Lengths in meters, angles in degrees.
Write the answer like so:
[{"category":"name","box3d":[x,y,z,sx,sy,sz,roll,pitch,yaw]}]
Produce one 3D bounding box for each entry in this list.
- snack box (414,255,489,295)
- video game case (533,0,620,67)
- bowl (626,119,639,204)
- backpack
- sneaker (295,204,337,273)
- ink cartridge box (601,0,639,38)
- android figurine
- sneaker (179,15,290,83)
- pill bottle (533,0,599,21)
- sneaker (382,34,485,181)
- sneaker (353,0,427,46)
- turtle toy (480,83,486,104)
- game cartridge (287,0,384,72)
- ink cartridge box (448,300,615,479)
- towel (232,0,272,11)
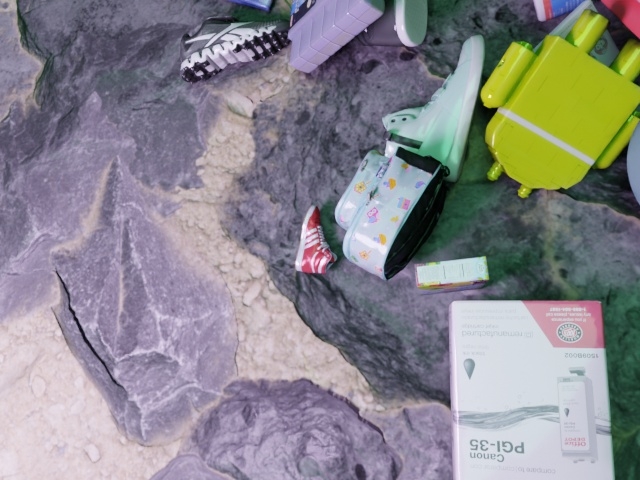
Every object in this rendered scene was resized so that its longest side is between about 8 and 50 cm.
[{"category":"snack box","box3d":[0.198,0.057,0.796,0.100,0.141,0.037,-6,78,11]},{"category":"video game case","box3d":[0.403,-0.271,0.828,0.157,0.019,0.143,-44,109,-5]},{"category":"bowl","box3d":[0.563,-0.116,0.716,0.312,0.163,0.311,0,90,-2]},{"category":"backpack","box3d":[0.105,-0.038,0.820,0.145,0.166,0.188,22,82,16]},{"category":"sneaker","box3d":[0.000,0.000,0.900,0.067,0.042,0.118,11,90,18]},{"category":"ink cartridge box","box3d":[0.504,-0.325,0.748,0.231,0.078,0.134,16,43,-19]},{"category":"android figurine","box3d":[0.364,-0.191,0.794,0.248,0.056,0.272,24,113,-11]},{"category":"sneaker","box3d":[-0.168,-0.387,0.988,0.234,0.078,0.106,-17,79,11]},{"category":"pill bottle","box3d":[0.443,-0.444,0.817,0.222,0.124,0.124,-15,77,26]},{"category":"sneaker","box3d":[0.185,-0.234,0.877,0.151,0.094,0.255,14,82,17]},{"category":"sneaker","box3d":[0.107,-0.474,0.897,0.147,0.105,0.295,6,93,41]},{"category":"turtle toy","box3d":[0.326,-0.258,0.864,0.130,0.066,0.095,-28,75,6]},{"category":"game cartridge","box3d":[0.032,-0.492,0.895,0.230,0.068,0.354,-13,66,52]},{"category":"ink cartridge box","box3d":[0.296,0.231,0.755,0.207,0.117,0.282,-1,79,12]},{"category":"towel","box3d":[-0.141,-0.611,1.047,0.209,0.034,0.284,20,87,13]}]
